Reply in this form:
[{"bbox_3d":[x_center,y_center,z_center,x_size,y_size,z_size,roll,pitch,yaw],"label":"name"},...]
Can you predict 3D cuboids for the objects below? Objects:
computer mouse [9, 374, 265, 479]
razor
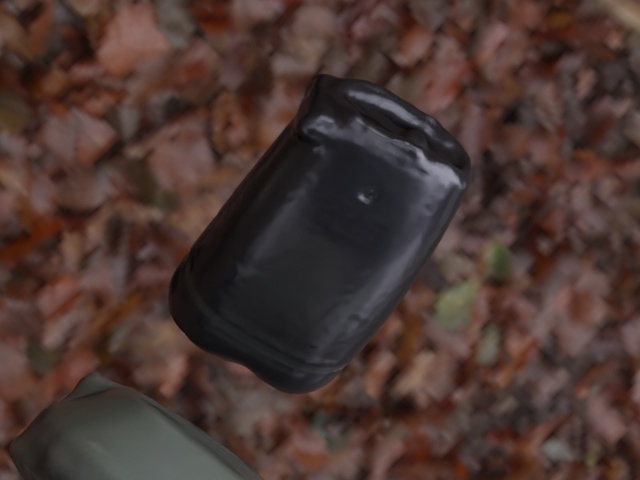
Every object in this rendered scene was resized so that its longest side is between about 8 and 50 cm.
[{"bbox_3d":[0.031,0.168,0.596,0.095,0.331,0.197,-52,172,-9],"label":"computer mouse"},{"bbox_3d":[0.000,0.000,0.825,0.090,0.054,0.148,28,124,-13],"label":"razor"}]
